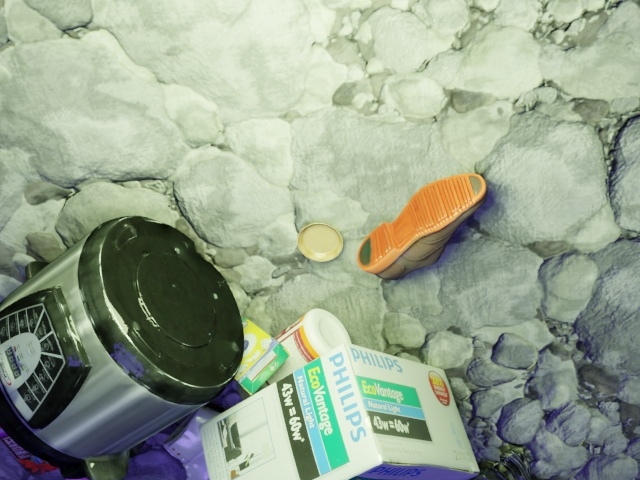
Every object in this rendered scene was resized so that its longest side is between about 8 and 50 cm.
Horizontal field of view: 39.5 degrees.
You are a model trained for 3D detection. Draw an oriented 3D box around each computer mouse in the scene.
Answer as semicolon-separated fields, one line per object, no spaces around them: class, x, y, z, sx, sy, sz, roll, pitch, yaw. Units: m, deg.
computer mouse;0.339;0.555;1.896;0.272;0.072;0.188;-26;97;16

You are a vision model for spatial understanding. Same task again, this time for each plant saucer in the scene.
plant saucer;0.000;0.000;1.617;0.084;0.015;0.083;4;124;6

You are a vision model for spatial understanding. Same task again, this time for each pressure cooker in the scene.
pressure cooker;-0.393;0.203;1.595;0.420;0.369;0.375;-32;115;26

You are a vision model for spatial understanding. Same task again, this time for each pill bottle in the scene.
pill bottle;-0.055;0.235;1.715;0.121;0.121;0.221;42;119;-18

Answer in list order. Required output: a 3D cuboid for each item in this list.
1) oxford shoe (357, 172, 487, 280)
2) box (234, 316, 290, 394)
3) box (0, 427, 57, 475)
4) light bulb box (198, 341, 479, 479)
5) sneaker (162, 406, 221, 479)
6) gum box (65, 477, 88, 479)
oxford shoe;0.191;-0.020;1.546;0.098;0.096;0.271;30;129;-35
box;-0.140;0.209;1.665;0.105;0.179;0.043;-45;118;-12
box;-0.557;0.395;1.927;0.293;0.057;0.201;-20;118;19
light bulb box;0.037;0.389;1.654;0.361;0.225;0.358;-33;148;26
sneaker;-0.268;0.482;1.909;0.169;0.108;0.292;26;105;-6
gum box;-0.542;0.618;2.018;0.107;0.062;0.188;18;93;-4
